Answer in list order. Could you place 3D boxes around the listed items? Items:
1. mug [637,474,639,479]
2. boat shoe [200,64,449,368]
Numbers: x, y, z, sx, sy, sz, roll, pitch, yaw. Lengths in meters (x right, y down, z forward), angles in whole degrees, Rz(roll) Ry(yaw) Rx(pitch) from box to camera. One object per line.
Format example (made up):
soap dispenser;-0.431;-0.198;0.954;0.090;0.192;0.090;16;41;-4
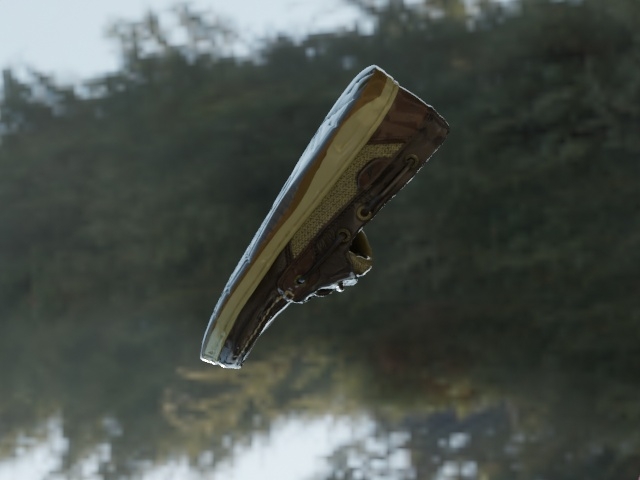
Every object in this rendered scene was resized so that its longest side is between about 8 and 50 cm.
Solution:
mug;0.224;0.180;1.130;0.150;0.113;0.169;104;-168;-54
boat shoe;0.000;0.000;0.814;0.152;0.049;0.056;-57;5;26
